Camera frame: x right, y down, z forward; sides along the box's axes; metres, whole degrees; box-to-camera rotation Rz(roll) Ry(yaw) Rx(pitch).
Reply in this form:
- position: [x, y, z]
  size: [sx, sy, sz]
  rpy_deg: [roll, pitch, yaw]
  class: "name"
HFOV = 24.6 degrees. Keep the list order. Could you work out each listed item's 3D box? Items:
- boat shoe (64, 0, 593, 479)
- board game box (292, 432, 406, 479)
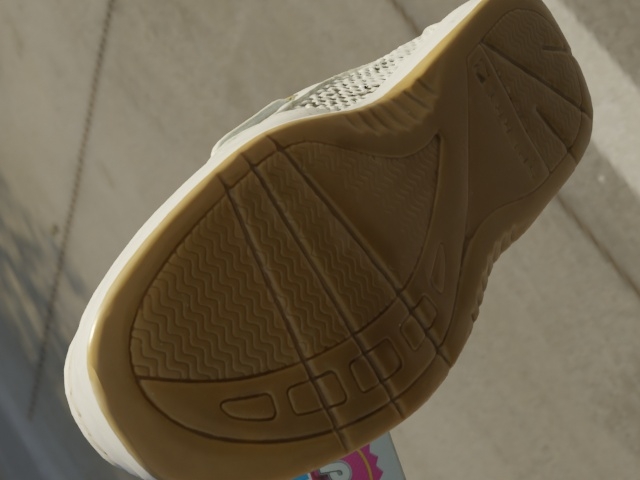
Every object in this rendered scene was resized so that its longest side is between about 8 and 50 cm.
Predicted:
- position: [0.000, 0.000, 0.502]
  size: [0.096, 0.277, 0.098]
  rpy_deg: [-18, 104, 40]
  class: "boat shoe"
- position: [-0.007, 0.161, 0.930]
  size: [0.303, 0.098, 0.224]
  rpy_deg: [109, 143, -76]
  class: "board game box"
